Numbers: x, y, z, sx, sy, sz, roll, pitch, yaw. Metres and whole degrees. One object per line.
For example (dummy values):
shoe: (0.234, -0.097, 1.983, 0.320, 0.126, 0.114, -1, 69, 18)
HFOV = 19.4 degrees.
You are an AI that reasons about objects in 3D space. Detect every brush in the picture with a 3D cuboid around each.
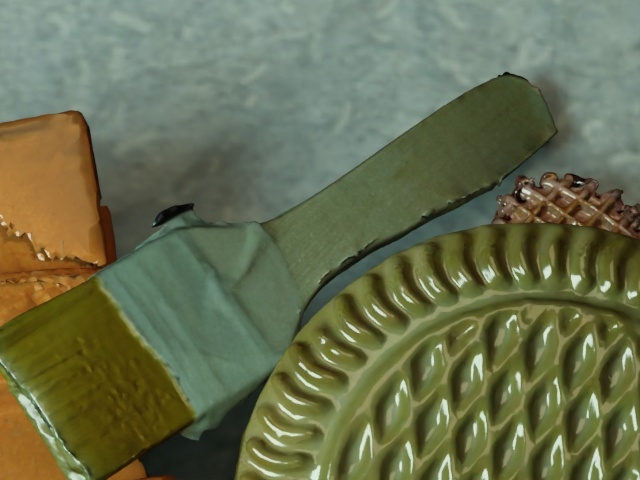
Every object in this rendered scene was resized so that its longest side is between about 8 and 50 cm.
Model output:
brush: (0.000, 0.000, 0.803, 0.336, 0.020, 0.085, -31, 80, -41)

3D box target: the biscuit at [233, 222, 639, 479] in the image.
biscuit: (0.086, 0.123, 0.742, 0.259, 0.079, 0.259, 0, 81, -3)

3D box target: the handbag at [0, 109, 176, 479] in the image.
handbag: (-0.193, 0.157, 0.731, 0.303, 0.116, 0.410, -8, 64, -10)

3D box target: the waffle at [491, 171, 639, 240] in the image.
waffle: (0.114, 0.008, 0.864, 0.075, 0.029, 0.083, 1, 62, -3)
